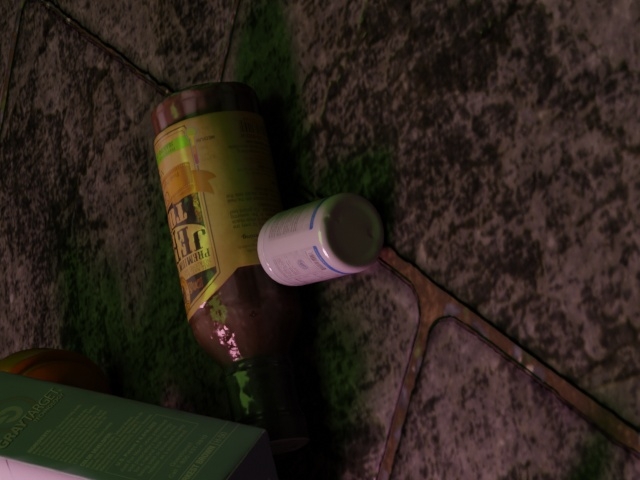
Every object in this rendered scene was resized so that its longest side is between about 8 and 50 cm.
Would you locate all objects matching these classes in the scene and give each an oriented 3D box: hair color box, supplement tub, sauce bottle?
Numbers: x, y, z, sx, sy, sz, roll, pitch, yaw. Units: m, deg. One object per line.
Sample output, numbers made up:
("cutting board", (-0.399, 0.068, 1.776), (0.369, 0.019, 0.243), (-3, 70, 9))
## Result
("hair color box", (-0.213, 0.241, 1.525), (0.374, 0.113, 0.185), (8, 128, 29))
("supplement tub", (0.000, 0.000, 1.446), (0.107, 0.071, 0.071), (-14, 77, 56))
("sauce bottle", (-0.077, 0.026, 1.526), (0.111, 0.111, 0.345), (-36, 61, 51))

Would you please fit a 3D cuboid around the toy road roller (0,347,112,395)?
("toy road roller", (-0.304, 0.282, 1.793), (0.240, 0.202, 0.330), (1, 89, 46))
